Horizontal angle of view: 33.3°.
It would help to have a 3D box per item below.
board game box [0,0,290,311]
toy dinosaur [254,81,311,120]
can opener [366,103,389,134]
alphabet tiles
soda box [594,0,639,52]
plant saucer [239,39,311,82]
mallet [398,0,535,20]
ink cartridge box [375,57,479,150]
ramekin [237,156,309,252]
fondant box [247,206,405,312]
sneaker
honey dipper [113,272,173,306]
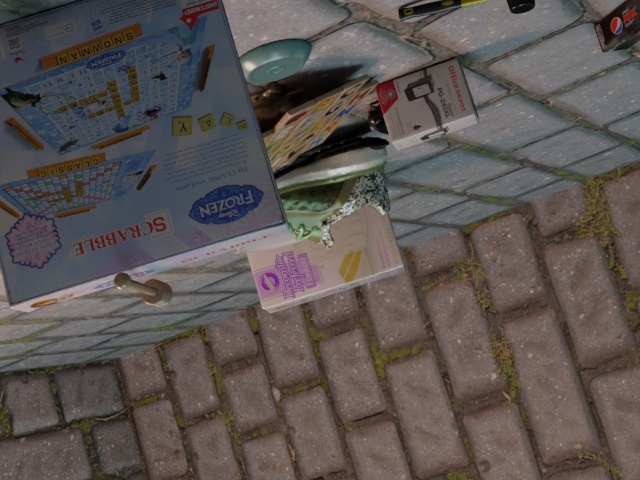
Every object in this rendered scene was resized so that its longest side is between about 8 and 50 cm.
[{"bbox_3d":[-0.229,-0.116,1.207,0.319,0.318,0.066,-16,171,1],"label":"board game box"},{"bbox_3d":[-0.079,-0.208,1.694,0.183,0.053,0.092,-10,169,-32],"label":"toy dinosaur"},{"bbox_3d":[0.121,-0.216,1.965,0.059,0.073,0.186,-26,178,7],"label":"can opener"},{"bbox_3d":[-0.055,-0.164,1.794,0.285,0.011,0.342,-29,173,-33],"label":"alphabet tiles"},{"bbox_3d":[0.534,-0.375,1.782,0.060,0.053,0.169,-12,169,-26],"label":"soda box"},{"bbox_3d":[-0.067,-0.255,1.551,0.119,0.021,0.119,-16,170,-3],"label":"plant saucer"},{"bbox_3d":[0.203,-0.344,1.498,0.190,0.062,0.039,-3,170,9],"label":"mallet"},{"bbox_3d":[0.182,-0.232,1.822,0.150,0.109,0.063,-19,167,11],"label":"ink cartridge box"},{"bbox_3d":[-0.088,-0.067,2.219,0.273,0.127,0.273,-16,170,-3],"label":"ramekin"},{"bbox_3d":[0.000,0.000,2.398,0.330,0.238,0.096,-18,170,4],"label":"fondant box"},{"bbox_3d":[-0.038,-0.055,2.036,0.410,0.182,0.158,-21,-168,-6],"label":"sneaker"},{"bbox_3d":[-0.198,0.053,1.180,0.030,0.030,0.161,-18,171,5],"label":"honey dipper"}]
